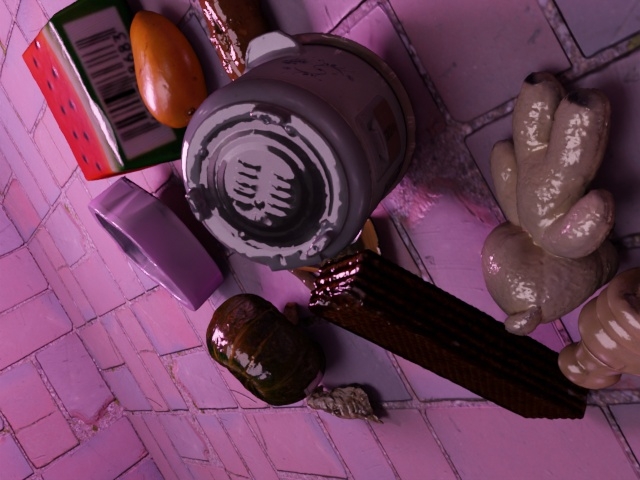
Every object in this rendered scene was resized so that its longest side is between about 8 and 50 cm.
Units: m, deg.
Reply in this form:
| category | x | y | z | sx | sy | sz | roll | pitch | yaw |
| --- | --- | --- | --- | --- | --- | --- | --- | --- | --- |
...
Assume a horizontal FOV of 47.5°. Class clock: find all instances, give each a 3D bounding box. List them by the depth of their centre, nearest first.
| category | x | y | z | sx | sy | sz | roll | pitch | yaw |
| --- | --- | --- | --- | --- | --- | --- | --- | --- | --- |
| clock | -0.369 | 0.013 | 1.646 | 0.339 | 0.102 | 0.338 | 39 | 162 | 16 |

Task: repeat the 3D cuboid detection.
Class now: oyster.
| category | x | y | z | sx | sy | sz | roll | pitch | yaw |
| --- | --- | --- | --- | --- | --- | --- | --- | --- | --- |
| oyster | 0.050 | 0.332 | 1.441 | 0.106 | 0.061 | 0.200 | 57 | 148 | 0 |

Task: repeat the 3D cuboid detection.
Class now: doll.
| category | x | y | z | sx | sy | sz | roll | pitch | yaw |
| --- | --- | --- | --- | --- | --- | --- | --- | --- | --- |
| doll | 0.263 | -0.041 | 0.802 | 0.150 | 0.175 | 0.278 | 5 | 119 | 8 |

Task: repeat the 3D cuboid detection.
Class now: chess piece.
| category | x | y | z | sx | sy | sz | roll | pitch | yaw |
| --- | --- | --- | --- | --- | --- | --- | --- | --- | --- |
| chess piece | 0.353 | 0.075 | 0.740 | 0.307 | 0.139 | 0.124 | 114 | 141 | -52 |

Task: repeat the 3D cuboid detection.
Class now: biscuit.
| category | x | y | z | sx | sy | sz | roll | pitch | yaw |
| --- | --- | --- | --- | --- | --- | --- | --- | --- | --- |
| biscuit | 0.166 | 0.125 | 0.904 | 0.389 | 0.073 | 0.107 | 28 | 156 | -21 |

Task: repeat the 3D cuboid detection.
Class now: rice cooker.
| category | x | y | z | sx | sy | sz | roll | pitch | yaw |
| --- | --- | --- | --- | --- | --- | --- | --- | --- | --- |
| rice cooker | -0.021 | -0.119 | 0.949 | 0.264 | 0.316 | 0.316 | -15 | 106 | 28 |

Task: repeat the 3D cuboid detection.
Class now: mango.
| category | x | y | z | sx | sy | sz | roll | pitch | yaw |
| --- | --- | --- | --- | --- | --- | --- | --- | --- | --- |
| mango | -0.280 | -0.310 | 1.304 | 0.145 | 0.113 | 0.219 | -15 | 100 | 60 |

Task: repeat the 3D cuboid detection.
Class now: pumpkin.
| category | x | y | z | sx | sy | sz | roll | pitch | yaw |
| --- | --- | --- | --- | --- | --- | --- | --- | --- | --- |
| pumpkin | -0.100 | 0.204 | 1.440 | 0.260 | 0.189 | 0.260 | 34 | 162 | 13 |

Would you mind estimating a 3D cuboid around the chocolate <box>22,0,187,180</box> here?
| category | x | y | z | sx | sy | sz | roll | pitch | yaw |
| --- | --- | --- | --- | --- | --- | --- | --- | --- | --- |
| chocolate | -0.444 | -0.296 | 1.494 | 0.341 | 0.162 | 0.360 | -2 | 115 | 58 |

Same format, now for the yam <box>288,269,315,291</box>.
| category | x | y | z | sx | sy | sz | roll | pitch | yaw |
| --- | --- | --- | --- | --- | --- | --- | --- | --- | --- |
| yam | -0.042 | 0.057 | 1.371 | 0.234 | 0.029 | 0.027 | 41 | 117 | 29 |

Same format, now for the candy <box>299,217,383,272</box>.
| category | x | y | z | sx | sy | sz | roll | pitch | yaw |
| --- | --- | --- | --- | --- | --- | --- | --- | --- | --- |
| candy | 0.000 | 0.000 | 1.199 | 0.272 | 0.101 | 0.143 | 14 | 134 | 42 |

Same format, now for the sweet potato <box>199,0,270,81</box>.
| category | x | y | z | sx | sy | sz | roll | pitch | yaw |
| --- | --- | --- | --- | --- | --- | --- | --- | --- | --- |
| sweet potato | -0.127 | -0.330 | 1.099 | 0.106 | 0.095 | 0.354 | -3 | 116 | 25 |
